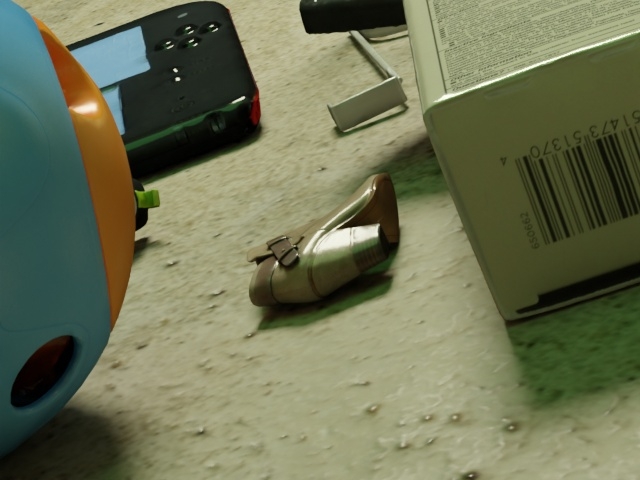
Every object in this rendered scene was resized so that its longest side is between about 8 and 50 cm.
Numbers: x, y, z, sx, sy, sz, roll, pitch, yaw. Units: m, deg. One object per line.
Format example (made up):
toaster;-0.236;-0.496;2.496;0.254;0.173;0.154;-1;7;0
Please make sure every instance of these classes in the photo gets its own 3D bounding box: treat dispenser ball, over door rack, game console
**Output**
treat dispenser ball;-0.242;-0.008;1.051;0.288;0.288;0.288;-18;19;6
over door rack;0.019;-0.248;1.536;0.108;0.239;0.324;-23;17;11
game console;-0.244;-0.090;1.646;0.387;0.060;0.342;-21;18;0

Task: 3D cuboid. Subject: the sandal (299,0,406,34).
sandal;0.205;-0.171;1.370;0.446;0.107;0.167;-13;14;-19

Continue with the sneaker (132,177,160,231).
sneaker;-0.214;-0.005;1.387;0.235;0.084;0.097;-6;-1;33

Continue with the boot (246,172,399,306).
boot;0.000;0.000;1.166;0.087;0.042;0.118;-18;18;14

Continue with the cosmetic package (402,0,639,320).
cosmetic package;0.139;-0.082;1.112;0.153;0.129;0.296;-19;19;8
